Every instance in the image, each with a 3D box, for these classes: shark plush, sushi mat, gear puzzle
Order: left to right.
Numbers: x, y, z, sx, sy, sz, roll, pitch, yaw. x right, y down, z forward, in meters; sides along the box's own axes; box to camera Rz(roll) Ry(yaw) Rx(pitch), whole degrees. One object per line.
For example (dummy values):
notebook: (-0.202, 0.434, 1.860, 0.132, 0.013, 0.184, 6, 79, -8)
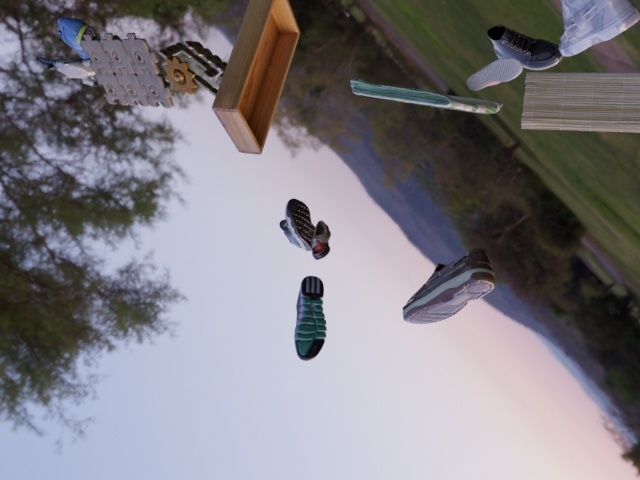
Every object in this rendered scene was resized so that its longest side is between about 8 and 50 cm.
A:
shark plush: (-0.600, -0.419, 1.684, 0.067, 0.161, 0.073, -95, 3, -46)
gear puzzle: (-0.384, -0.373, 1.507, 0.339, 0.044, 0.175, 12, 134, 38)
sushi mat: (0.632, -0.323, 1.610, 0.316, 0.151, 0.019, 4, 161, 15)

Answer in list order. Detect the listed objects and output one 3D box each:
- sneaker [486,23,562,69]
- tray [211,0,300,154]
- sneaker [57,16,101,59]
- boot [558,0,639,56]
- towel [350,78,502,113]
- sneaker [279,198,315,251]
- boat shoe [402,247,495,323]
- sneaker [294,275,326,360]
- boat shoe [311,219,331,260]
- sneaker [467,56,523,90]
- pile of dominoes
sneaker: (0.596, -0.570, 2.045, 0.222, 0.083, 0.118, 19, 173, 41)
tray: (-0.162, -0.455, 1.822, 0.076, 0.411, 0.203, 8, 157, 18)
sneaker: (-0.625, -0.524, 1.797, 0.082, 0.069, 0.209, 26, 174, -5)
boot: (0.487, -0.425, 1.283, 0.123, 0.095, 0.258, 55, 180, -6)
towel: (0.245, -0.320, 1.560, 0.247, 0.038, 0.325, 17, -166, 32)
sneaker: (-0.077, -0.036, 1.908, 0.097, 0.084, 0.235, 13, 154, 21)
boat shoe: (0.264, 0.095, 1.447, 0.095, 0.257, 0.095, 18, -124, -30)
sneaker: (-0.030, 0.209, 1.818, 0.083, 0.224, 0.098, 10, 159, -10)
boat shoe: (0.000, 0.000, 1.789, 0.137, 0.049, 0.043, -77, -32, -54)
sneaker: (0.392, -0.371, 1.524, 0.070, 0.134, 0.051, -32, -78, -41)
pile of dominoes: (-0.307, -0.496, 1.978, 0.251, 0.040, 0.196, 37, -146, -2)
